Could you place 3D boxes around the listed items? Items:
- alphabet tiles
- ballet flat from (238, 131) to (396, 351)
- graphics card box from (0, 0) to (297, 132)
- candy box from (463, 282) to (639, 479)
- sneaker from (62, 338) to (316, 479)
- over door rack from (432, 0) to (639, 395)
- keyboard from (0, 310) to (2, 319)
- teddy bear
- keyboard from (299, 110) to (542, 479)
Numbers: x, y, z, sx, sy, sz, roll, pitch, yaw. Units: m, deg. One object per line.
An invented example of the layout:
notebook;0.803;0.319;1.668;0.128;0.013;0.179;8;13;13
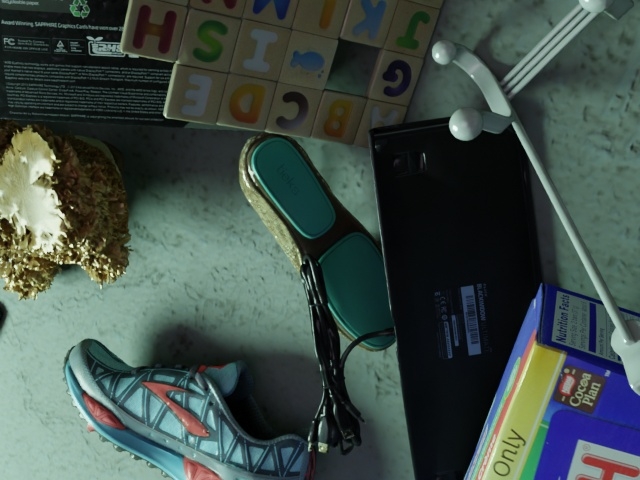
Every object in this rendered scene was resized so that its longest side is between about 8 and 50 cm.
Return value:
alphabet tiles;-0.016;-0.170;0.625;0.009;0.237;0.198;46;125;52
ballet flat;0.000;0.000;0.730;0.073;0.067;0.206;-33;102;-15
graphics card box;-0.125;-0.265;0.623;0.233;0.094;0.370;1;116;-4
candy box;0.258;0.212;0.609;0.317;0.122;0.268;19;110;11
sneaker;-0.115;0.153;0.819;0.262;0.104;0.125;33;97;10
over door rack;0.204;-0.099;0.509;0.239;0.108;0.324;-45;46;27
keyboard;-0.439;0.060;0.965;0.192;0.038;0.100;37;115;13
teddy bear;-0.300;-0.052;0.830;0.338;0.113;0.245;-17;97;41
keyboard;0.077;0.066;0.696;0.202;0.033;0.317;-9;99;-3
